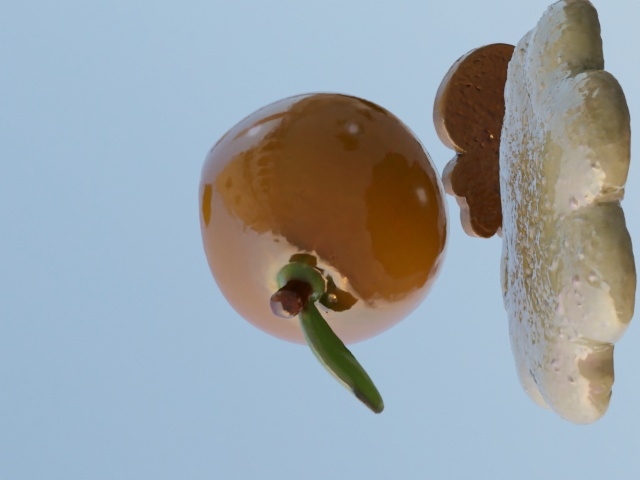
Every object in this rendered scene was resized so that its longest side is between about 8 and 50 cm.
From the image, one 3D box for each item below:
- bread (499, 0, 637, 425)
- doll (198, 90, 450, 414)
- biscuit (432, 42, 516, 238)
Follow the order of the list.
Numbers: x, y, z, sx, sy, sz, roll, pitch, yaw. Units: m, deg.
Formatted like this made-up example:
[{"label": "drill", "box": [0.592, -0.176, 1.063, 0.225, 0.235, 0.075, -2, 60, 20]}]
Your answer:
[{"label": "bread", "box": [0.167, -0.018, 0.984, 0.316, 0.054, 0.316, 180, 90, -89]}, {"label": "doll", "box": [0.000, 0.000, 1.082, 0.213, 0.213, 0.236, 48, -154, -20]}, {"label": "biscuit", "box": [0.257, -0.144, 2.015, 0.202, 0.044, 0.288, -5, -84, -25]}]
